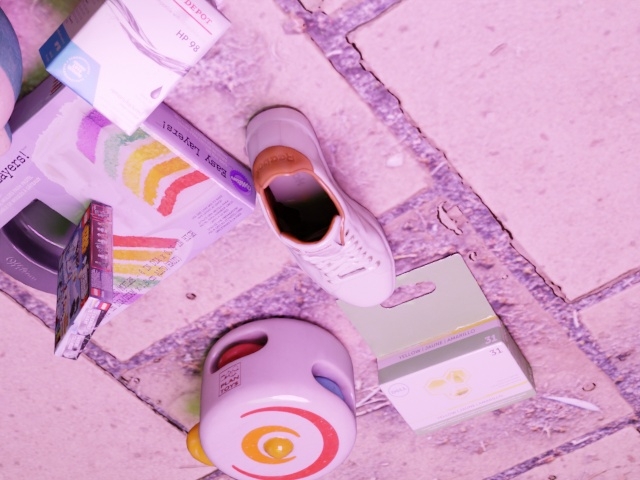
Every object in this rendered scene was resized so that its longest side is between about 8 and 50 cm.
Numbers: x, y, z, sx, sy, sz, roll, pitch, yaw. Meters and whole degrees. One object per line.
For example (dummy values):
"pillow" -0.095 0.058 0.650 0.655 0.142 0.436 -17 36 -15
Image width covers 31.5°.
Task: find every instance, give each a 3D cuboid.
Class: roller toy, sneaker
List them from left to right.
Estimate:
"roller toy" -0.054 0.205 1.392 0.209 0.146 0.191 6 131 -7
"sneaker" 0.000 0.000 1.230 0.106 0.123 0.290 -24 130 15

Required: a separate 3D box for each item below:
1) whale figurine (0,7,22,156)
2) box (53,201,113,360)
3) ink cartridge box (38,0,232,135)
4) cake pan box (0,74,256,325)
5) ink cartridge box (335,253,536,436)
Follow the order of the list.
"whale figurine" -0.387 -0.159 1.085 0.216 0.141 0.272 30 148 -21
"box" -0.240 0.040 1.154 0.027 0.137 0.094 18 129 -25
"ink cartridge box" -0.159 -0.200 1.042 0.180 0.060 0.104 -47 121 7
"cake pan box" -0.244 -0.048 1.212 0.267 0.070 0.246 -34 123 25
"ink cartridge box" 0.145 0.135 1.403 0.171 0.056 0.235 -22 131 17
